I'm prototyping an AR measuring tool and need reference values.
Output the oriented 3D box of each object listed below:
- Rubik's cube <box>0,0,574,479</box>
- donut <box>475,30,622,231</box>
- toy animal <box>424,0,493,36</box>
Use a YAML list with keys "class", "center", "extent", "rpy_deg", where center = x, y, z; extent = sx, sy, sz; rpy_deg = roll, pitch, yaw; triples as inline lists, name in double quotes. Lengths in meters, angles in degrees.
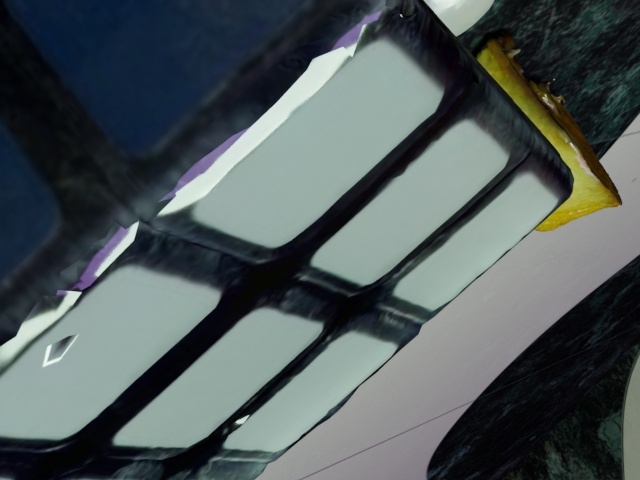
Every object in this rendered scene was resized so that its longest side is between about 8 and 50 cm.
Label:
- class: "Rubik's cube"
  center: [-0.123, -0.056, 0.579]
  extent: [0.301, 0.305, 0.304]
  rpy_deg: [-41, 158, 9]
- class: "donut"
  center: [0.201, -0.078, 1.299]
  extent: [0.101, 0.152, 0.259]
  rpy_deg: [-35, 159, 11]
- class: "toy animal"
  center: [-0.017, -0.095, 0.864]
  extent: [0.357, 0.194, 0.258]
  rpy_deg: [-41, 155, -15]
